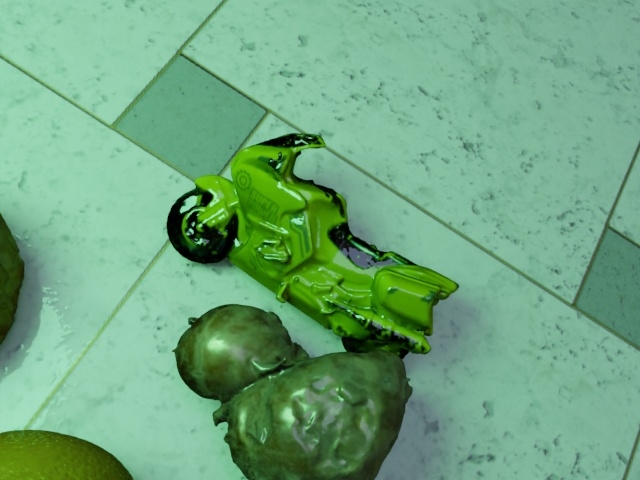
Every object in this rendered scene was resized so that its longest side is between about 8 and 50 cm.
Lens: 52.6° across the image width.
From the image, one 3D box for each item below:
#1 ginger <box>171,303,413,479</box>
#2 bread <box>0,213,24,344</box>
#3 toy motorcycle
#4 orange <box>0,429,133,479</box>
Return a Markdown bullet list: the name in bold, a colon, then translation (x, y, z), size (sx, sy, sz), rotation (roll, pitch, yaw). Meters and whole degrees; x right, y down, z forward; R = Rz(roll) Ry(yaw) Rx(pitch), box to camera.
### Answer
- **ginger**: translation (-0.030, 0.242, 0.653), size (0.256, 0.176, 0.375), rotation (0, 63, -4)
- **bread**: translation (-0.442, 0.032, 0.652), size (0.254, 0.142, 0.227), rotation (2, 68, -16)
- **toy motorcycle**: translation (0.000, 0.000, 0.774), size (0.342, 0.142, 0.206), rotation (32, 104, -1)
- **orange**: translation (-0.268, 0.277, 0.562), size (0.237, 0.236, 0.236), rotation (5, 69, -12)
